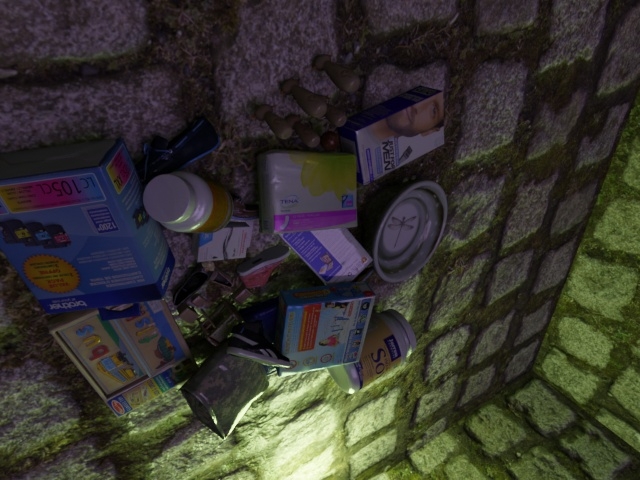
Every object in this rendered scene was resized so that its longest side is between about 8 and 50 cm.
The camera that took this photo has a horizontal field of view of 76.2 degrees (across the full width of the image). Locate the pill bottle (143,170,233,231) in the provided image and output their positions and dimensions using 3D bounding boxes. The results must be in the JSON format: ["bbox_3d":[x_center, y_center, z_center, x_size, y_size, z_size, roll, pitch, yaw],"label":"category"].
[{"bbox_3d":[-0.302,-0.086,0.949,0.136,0.136,0.246,-52,176,3],"label":"pill bottle"}]

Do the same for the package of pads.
[{"bbox_3d":[-0.033,-0.143,1.169,0.297,0.101,0.228,-7,100,-31],"label":"package of pads"}]

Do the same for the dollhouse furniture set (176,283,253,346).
[{"bbox_3d":[-0.306,0.204,1.238,0.182,0.101,0.161,-45,134,-4],"label":"dollhouse furniture set"}]

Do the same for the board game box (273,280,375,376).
[{"bbox_3d":[0.006,0.295,1.366,0.302,0.086,0.308,-3,122,-21],"label":"board game box"}]

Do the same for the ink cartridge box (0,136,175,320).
[{"bbox_3d":[-0.494,0.003,0.879,0.270,0.151,0.395,-8,128,0],"label":"ink cartridge box"}]

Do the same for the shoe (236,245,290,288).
[{"bbox_3d":[-0.172,0.084,1.291,0.178,0.063,0.081,-26,131,-13],"label":"shoe"}]

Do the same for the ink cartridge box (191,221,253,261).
[{"bbox_3d":[-0.267,-0.004,1.163,0.180,0.060,0.104,-5,120,-34],"label":"ink cartridge box"}]

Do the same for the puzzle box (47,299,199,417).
[{"bbox_3d":[-0.539,0.316,1.177,0.272,0.052,0.408,-26,130,-20],"label":"puzzle box"}]

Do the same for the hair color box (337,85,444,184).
[{"bbox_3d":[0.229,-0.334,1.283,0.339,0.110,0.185,-30,130,-19],"label":"hair color box"}]

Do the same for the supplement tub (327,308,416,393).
[{"bbox_3d":[0.195,0.438,1.656,0.332,0.241,0.240,-23,129,-23],"label":"supplement tub"}]

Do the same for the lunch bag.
[{"bbox_3d":[-0.308,0.445,1.300,0.235,0.169,0.286,-45,146,-36],"label":"lunch bag"}]

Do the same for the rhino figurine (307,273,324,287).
[{"bbox_3d":[0.043,0.114,1.450,0.243,0.073,0.106,-39,110,-9],"label":"rhino figurine"}]

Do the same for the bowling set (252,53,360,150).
[{"bbox_3d":[-0.033,-0.333,1.093,0.287,0.154,0.199,-36,151,-13],"label":"bowling set"}]

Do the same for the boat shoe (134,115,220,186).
[{"bbox_3d":[-0.364,-0.208,0.953,0.258,0.109,0.089,-42,129,-29],"label":"boat shoe"}]

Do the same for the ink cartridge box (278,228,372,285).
[{"bbox_3d":[0.000,0.000,1.321,0.176,0.069,0.371,-44,119,-4],"label":"ink cartridge box"}]

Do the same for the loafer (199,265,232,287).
[{"bbox_3d":[-0.311,0.106,1.215,0.045,0.039,0.125,-52,134,4],"label":"loafer"}]

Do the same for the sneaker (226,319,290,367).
[{"bbox_3d":[-0.172,0.310,1.248,0.217,0.079,0.121,27,61,-31],"label":"sneaker"}]

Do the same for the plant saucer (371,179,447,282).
[{"bbox_3d":[0.309,-0.040,1.513,0.401,0.101,0.400,-20,124,-33],"label":"plant saucer"}]

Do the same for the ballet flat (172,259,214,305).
[{"bbox_3d":[-0.358,0.123,1.163,0.058,0.049,0.173,35,106,-26],"label":"ballet flat"}]

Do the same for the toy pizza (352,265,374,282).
[{"bbox_3d":[0.119,0.156,1.497,0.201,0.032,0.201,-42,176,-4],"label":"toy pizza"}]

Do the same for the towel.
[{"bbox_3d":[-0.157,0.325,1.418,0.228,0.076,0.308,-21,127,-11],"label":"towel"}]

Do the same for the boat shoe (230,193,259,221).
[{"bbox_3d":[-0.240,-0.091,1.124,0.183,0.066,0.066,-7,120,-33],"label":"boat shoe"}]
